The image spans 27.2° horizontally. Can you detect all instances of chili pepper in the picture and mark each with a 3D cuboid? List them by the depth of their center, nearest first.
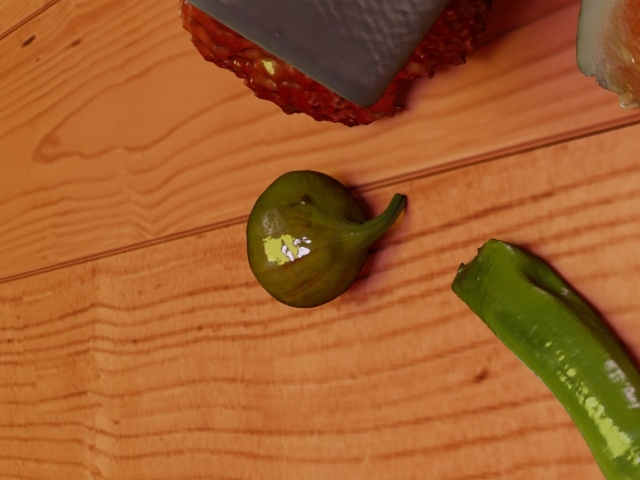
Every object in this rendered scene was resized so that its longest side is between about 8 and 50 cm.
[{"bbox_3d":[0.124,0.059,0.672,0.052,0.050,0.201,-39,48,5],"label":"chili pepper"}]

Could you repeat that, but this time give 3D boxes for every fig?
[{"bbox_3d":[0.000,0.000,0.825,0.098,0.084,0.082,-2,124,49],"label":"fig"}]

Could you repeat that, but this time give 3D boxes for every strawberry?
[{"bbox_3d":[-0.020,-0.143,0.783,0.175,0.107,0.236,66,152,6],"label":"strawberry"}]

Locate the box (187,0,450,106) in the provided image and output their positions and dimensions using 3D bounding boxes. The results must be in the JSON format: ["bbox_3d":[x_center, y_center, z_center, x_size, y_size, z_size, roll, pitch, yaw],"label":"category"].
[{"bbox_3d":[-0.005,-0.292,0.636,0.343,0.177,0.352,-55,44,8],"label":"box"}]

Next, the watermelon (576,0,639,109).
[{"bbox_3d":[0.190,-0.090,0.568,0.245,0.063,0.119,26,125,52],"label":"watermelon"}]
